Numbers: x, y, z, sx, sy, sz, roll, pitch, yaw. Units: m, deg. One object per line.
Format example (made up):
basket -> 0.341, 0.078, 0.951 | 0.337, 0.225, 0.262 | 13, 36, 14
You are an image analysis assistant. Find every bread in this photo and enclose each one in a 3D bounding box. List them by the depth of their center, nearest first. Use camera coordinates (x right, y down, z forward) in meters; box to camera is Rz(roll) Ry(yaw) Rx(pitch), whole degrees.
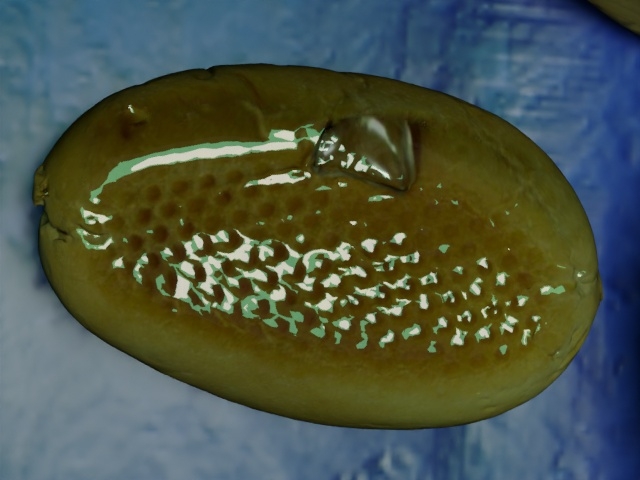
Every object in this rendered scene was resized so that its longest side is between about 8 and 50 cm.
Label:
bread -> 0.000, 0.000, 0.522 | 0.189, 0.077, 0.114 | 13, 107, -13

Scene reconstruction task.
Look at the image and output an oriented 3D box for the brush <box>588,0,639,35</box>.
brush -> 0.205, -0.133, 0.528 | 0.267, 0.174, 0.166 | 26, 75, -19
